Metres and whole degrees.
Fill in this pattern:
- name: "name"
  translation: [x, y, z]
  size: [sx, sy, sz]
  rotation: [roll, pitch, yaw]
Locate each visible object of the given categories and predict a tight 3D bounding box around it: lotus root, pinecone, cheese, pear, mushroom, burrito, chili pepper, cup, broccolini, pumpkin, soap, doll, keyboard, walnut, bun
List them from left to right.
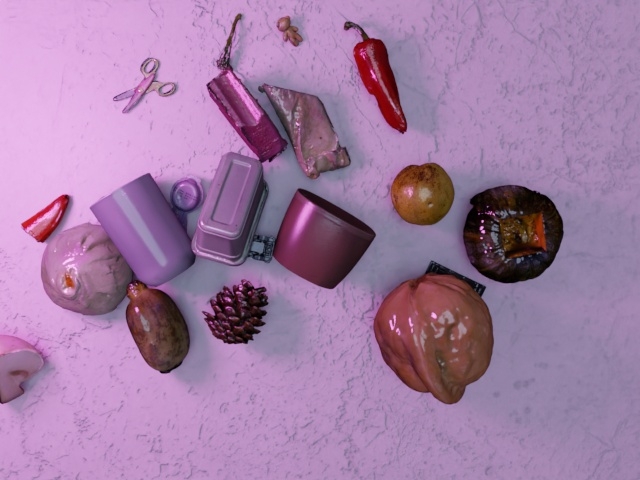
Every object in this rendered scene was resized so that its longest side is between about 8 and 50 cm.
- name: "mushroom"
  translation: [-0.981, 0.366, 1.906]
  size: [0.162, 0.173, 0.236]
  rotation: [-23, 141, -36]
- name: "chili pepper"
  translation: [-0.848, -0.080, 1.902]
  size: [0.088, 0.065, 0.169]
  rotation: [44, 86, -21]
- name: "bun"
  translation: [-0.728, 0.095, 1.855]
  size: [0.293, 0.187, 0.293]
  rotation: [0, 92, -2]
- name: "cup"
  translation: [-0.528, -0.025, 1.840]
  size: [0.205, 0.205, 0.312]
  rotation: [-30, 100, 0]
- name: "lotus root"
  translation: [-0.512, 0.265, 1.878]
  size: [0.173, 0.173, 0.309]
  rotation: [-20, 107, -1]
- name: "cheese"
  translation: [-0.436, -0.119, 1.922]
  size: [0.105, 0.042, 0.191]
  rotation: [27, 101, -2]
- name: "broccolini"
  translation: [-0.278, -0.616, 1.889]
  size: [0.054, 0.052, 0.194]
  rotation: [20, 93, -8]
- name: "pinecone"
  translation: [-0.258, 0.220, 1.889]
  size: [0.184, 0.179, 0.205]
  rotation: [26, 86, -43]
- name: "soap"
  translation: [-0.219, -0.368, 1.847]
  size: [0.112, 0.182, 0.289]
  rotation: [-36, 91, 1]
- name: "doll"
  translation: [-0.098, -0.652, 1.894]
  size: [0.061, 0.051, 0.093]
  rotation: [-45, 96, -5]
- name: "burrito"
  translation: [-0.042, -0.357, 1.889]
  size: [0.175, 0.107, 0.348]
  rotation: [-36, 102, -30]
- name: "chili pepper"
  translation: [0.182, -0.511, 1.891]
  size: [0.110, 0.110, 0.388]
  rotation: [-22, 96, -1]
- name: "pear"
  translation: [0.314, -0.151, 1.877]
  size: [0.197, 0.197, 0.197]
  rotation: [0, 94, -3]
- name: "walnut"
  translation: [0.345, 0.289, 1.861]
  size: [0.383, 0.383, 0.384]
  rotation: [0, 94, -3]
- name: "keyboard"
  translation: [0.443, 0.136, 1.998]
  size: [0.204, 0.013, 0.061]
  rotation: [25, 93, -5]
- name: "pumpkin"
  translation: [0.604, -0.020, 1.904]
  size: [0.320, 0.192, 0.321]
  rotation: [0, 94, -5]

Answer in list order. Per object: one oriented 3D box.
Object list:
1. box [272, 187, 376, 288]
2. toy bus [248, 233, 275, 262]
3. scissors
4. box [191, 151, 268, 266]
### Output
- name: "box"
  translation: [0.000, 0.000, 1.833]
  size: [0.301, 0.301, 0.216]
  rotation: [29, 97, -4]
- name: "toy bus"
  translation: [-0.242, 0.013, 1.918]
  size: [0.193, 0.089, 0.087]
  rotation: [12, 86, -3]
- name: "scissors"
  translation: [-0.561, -0.474, 1.901]
  size: [0.187, 0.020, 0.133]
  rotation: [-37, 92, -1]
- name: "box"
  translation: [-0.265, -0.105, 1.806]
  size: [0.175, 0.182, 0.312]
  rotation: [17, 66, -2]
